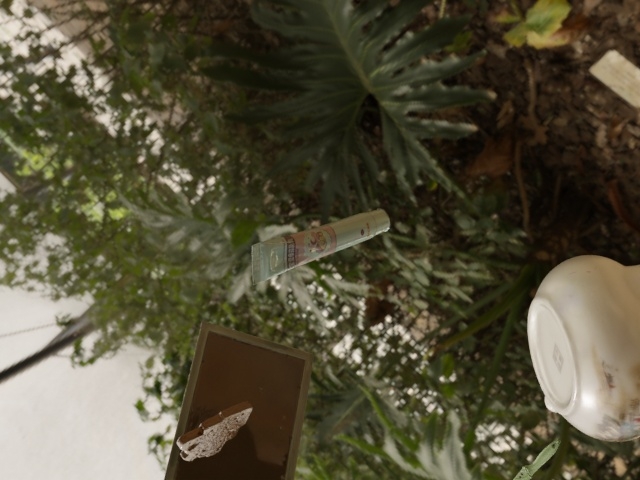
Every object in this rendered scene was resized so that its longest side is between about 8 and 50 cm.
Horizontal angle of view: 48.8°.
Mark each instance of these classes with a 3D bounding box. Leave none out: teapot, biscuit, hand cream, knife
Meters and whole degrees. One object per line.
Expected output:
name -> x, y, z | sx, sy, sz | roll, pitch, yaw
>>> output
teapot -> 0.320, 0.124, 0.795 | 0.298, 0.139, 0.204 | 83, 174, -48
biscuit -> -0.156, 0.285, 1.064 | 0.019, 0.130, 0.119 | 51, 179, 28
hand cream -> 0.000, 0.000, 1.403 | 0.058, 0.331, 0.085 | 35, 132, 44
knife -> 0.464, 0.506, 1.563 | 0.030, 0.207, 0.014 | 34, -155, 7

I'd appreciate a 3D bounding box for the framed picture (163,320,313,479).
framed picture -> -0.137, 0.312, 1.250 | 0.232, 0.296, 0.019 | 21, 152, -20
